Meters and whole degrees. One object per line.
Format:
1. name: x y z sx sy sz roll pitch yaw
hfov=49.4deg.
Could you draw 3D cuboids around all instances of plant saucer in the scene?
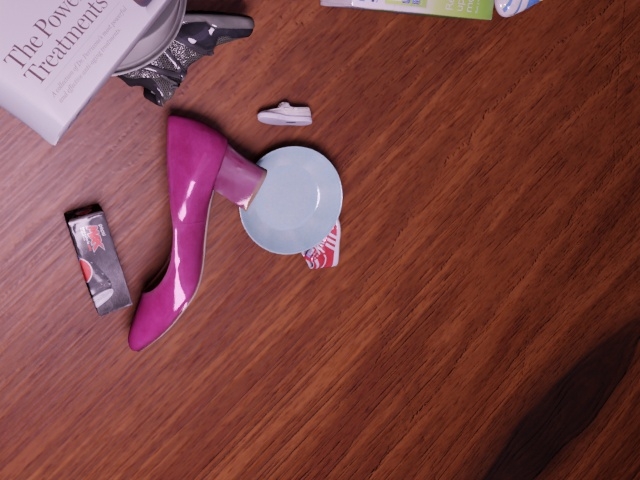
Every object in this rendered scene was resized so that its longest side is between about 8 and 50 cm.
1. plant saucer: -0.056 -0.073 1.234 0.195 0.037 0.195 -7 109 -21

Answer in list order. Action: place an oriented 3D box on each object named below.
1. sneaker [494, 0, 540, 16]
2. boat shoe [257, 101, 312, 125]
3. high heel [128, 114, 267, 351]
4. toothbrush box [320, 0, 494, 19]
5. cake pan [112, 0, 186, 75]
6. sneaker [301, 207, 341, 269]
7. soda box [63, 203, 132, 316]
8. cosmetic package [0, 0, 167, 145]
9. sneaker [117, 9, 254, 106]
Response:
1. sneaker: 0.437 -0.505 1.294 0.240 0.126 0.091 -44 122 -8
2. boat shoe: -0.061 -0.219 1.191 0.100 0.035 0.035 -2 81 -24
3. high heel: -0.256 -0.010 1.127 0.181 0.127 0.377 32 88 -19
4. toothbrush box: 0.155 -0.484 1.157 0.283 0.122 0.206 -3 109 -26
5. cake pan: -0.312 -0.365 0.920 0.293 0.054 0.293 5 80 -28
6. sneaker: 0.000 0.000 1.292 0.067 0.042 0.119 -13 115 -27
7. soda box: -0.354 0.032 1.109 0.060 0.053 0.169 -20 115 -21
8. cosmetic package: -0.321 -0.350 0.827 0.284 0.097 0.377 36 67 -17
9. sneaker: -0.208 -0.281 1.059 0.227 0.087 0.130 -15 116 -19
